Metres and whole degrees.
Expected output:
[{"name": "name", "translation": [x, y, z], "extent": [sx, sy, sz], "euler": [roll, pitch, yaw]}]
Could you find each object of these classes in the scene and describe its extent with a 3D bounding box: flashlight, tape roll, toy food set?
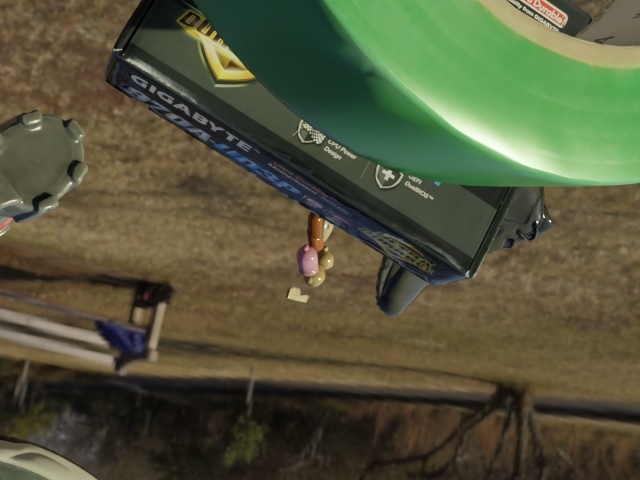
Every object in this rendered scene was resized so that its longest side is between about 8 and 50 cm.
[{"name": "flashlight", "translation": [-0.287, -0.055, 0.922], "extent": [0.103, 0.103, 0.304], "euler": [2, 173, -32]}, {"name": "tape roll", "translation": [0.082, -0.180, 0.386], "extent": [0.321, 0.321, 0.077], "euler": [17, 173, -33]}, {"name": "toy food set", "translation": [0.000, 0.000, 0.982], "extent": [0.019, 0.122, 0.078], "euler": [14, 177, 19]}]

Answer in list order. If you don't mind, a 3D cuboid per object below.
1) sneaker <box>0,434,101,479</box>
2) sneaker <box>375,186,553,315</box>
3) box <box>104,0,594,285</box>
[{"name": "sneaker", "translation": [-0.160, 0.216, 0.568], "extent": [0.295, 0.124, 0.178], "euler": [24, -170, 0]}, {"name": "sneaker", "translation": [0.162, -0.025, 1.060], "extent": [0.130, 0.286, 0.109], "euler": [37, -163, 1]}, {"name": "box", "translation": [0.022, -0.104, 0.562], "extent": [0.220, 0.175, 0.051], "euler": [32, 164, -11]}]
